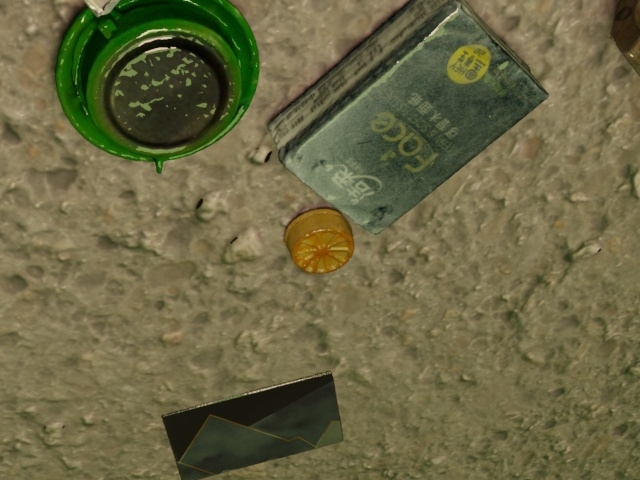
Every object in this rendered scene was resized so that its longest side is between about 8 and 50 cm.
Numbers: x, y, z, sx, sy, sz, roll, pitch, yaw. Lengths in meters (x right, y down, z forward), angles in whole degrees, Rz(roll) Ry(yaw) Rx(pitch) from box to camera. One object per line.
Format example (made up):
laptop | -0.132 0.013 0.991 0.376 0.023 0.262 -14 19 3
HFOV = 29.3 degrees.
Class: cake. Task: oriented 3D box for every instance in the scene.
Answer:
cake | 0.000 0.000 1.476 0.084 0.044 0.084 -8 133 -9

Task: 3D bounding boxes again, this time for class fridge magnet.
fridge magnet | -0.162 -0.165 1.238 0.208 0.088 0.208 -9 128 -12

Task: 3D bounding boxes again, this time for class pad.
pad | -0.091 0.265 1.721 0.243 0.004 0.164 -14 134 -5

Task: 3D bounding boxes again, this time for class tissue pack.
tissue pack | 0.095 -0.142 1.349 0.257 0.081 0.185 -40 131 17

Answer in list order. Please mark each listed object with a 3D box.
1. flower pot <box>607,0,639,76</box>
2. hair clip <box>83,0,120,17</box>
flower pot | 0.466 -0.196 1.314 0.290 0.290 0.259 -40 118 19
hair clip | -0.136 -0.292 1.125 0.218 0.071 0.159 -45 124 2
